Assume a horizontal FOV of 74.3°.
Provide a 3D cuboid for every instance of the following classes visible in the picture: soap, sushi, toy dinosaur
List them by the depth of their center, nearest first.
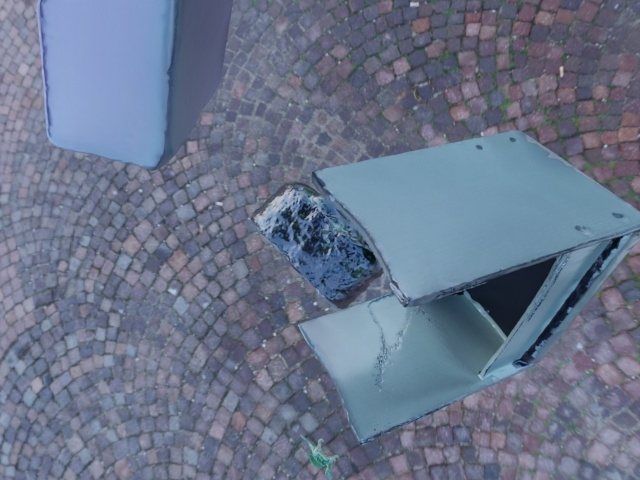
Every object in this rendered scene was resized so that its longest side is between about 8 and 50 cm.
[{"bbox_3d":[-0.131,-0.252,0.365,0.107,0.285,0.296,12,122,-11],"label":"soap"},{"bbox_3d":[0.000,0.000,0.693,0.127,0.124,0.225,-47,71,1],"label":"sushi"},{"bbox_3d":[-0.007,0.496,0.983,0.119,0.060,0.029,37,120,22],"label":"toy dinosaur"}]

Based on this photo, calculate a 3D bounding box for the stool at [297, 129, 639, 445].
[{"bbox_3d":[0.134,0.046,0.455,0.269,0.243,0.170,-15,47,-21],"label":"stool"}]
